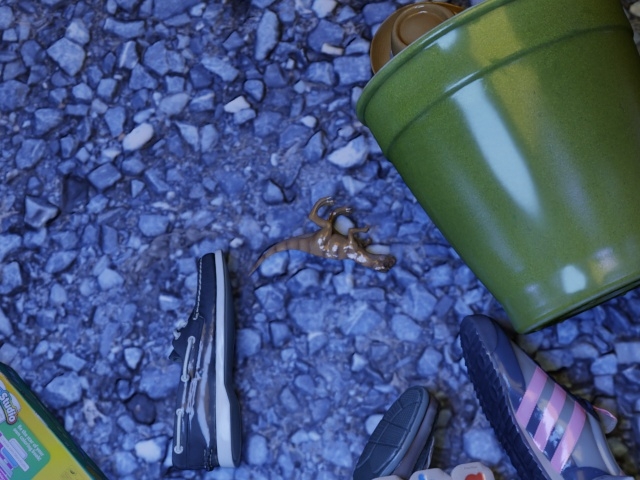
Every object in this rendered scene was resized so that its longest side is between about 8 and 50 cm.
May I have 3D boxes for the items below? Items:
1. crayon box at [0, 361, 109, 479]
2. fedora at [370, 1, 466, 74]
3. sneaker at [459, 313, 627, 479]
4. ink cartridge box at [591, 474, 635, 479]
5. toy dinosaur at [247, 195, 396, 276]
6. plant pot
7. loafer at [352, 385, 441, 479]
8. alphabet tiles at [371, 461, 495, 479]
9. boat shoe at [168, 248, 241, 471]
[{"bbox_3d":[-0.421,0.312,1.398,0.165,0.081,0.278,-45,67,-7],"label":"crayon box"},{"bbox_3d":[0.164,-0.289,1.506,0.194,0.079,0.194,-4,69,10],"label":"fedora"},{"bbox_3d":[0.290,0.220,1.283,0.131,0.112,0.319,-22,70,-14],"label":"sneaker"},{"bbox_3d":[0.313,0.381,1.121,0.153,0.087,0.208,-24,80,-10],"label":"ink cartridge box"},{"bbox_3d":[0.000,0.000,1.439,0.212,0.064,0.112,5,72,14],"label":"toy dinosaur"},{"bbox_3d":[0.280,-0.084,1.281,0.367,0.366,0.353,-24,78,2],"label":"plant pot"},{"bbox_3d":[0.088,0.316,1.299,0.084,0.096,0.267,34,78,-19],"label":"loafer"},{"bbox_3d":[0.154,0.410,1.210,0.284,0.021,0.278,-5,68,-18],"label":"alphabet tiles"},{"bbox_3d":[-0.162,0.158,1.385,0.091,0.114,0.302,-5,68,4],"label":"boat shoe"}]
